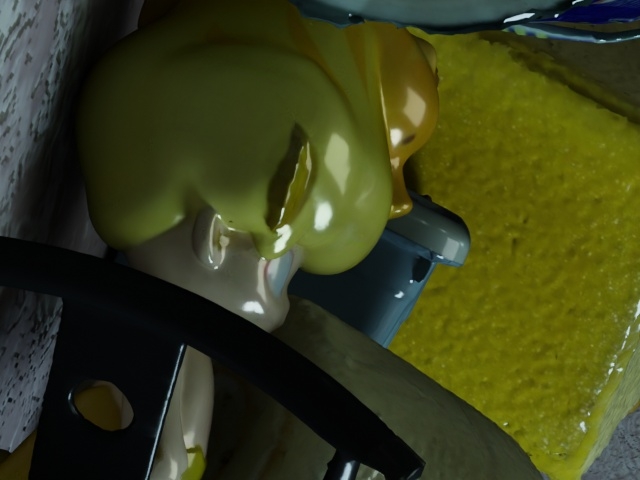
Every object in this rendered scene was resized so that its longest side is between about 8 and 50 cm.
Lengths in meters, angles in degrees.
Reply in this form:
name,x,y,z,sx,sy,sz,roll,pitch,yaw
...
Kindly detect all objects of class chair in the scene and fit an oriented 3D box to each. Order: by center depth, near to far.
name,x,y,z,sx,sy,sz,roll,pitch,yaw
chair,-0.086,0.140,0.463,0.141,0.154,0.260,-69,178,-46

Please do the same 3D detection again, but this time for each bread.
name,x,y,z,sx,sy,sz,roll,pitch,yaw
bread,0.003,0.108,0.725,0.134,0.141,0.148,-53,-150,2
bread,0.114,-0.037,1.260,0.143,0.333,0.324,-38,155,-48

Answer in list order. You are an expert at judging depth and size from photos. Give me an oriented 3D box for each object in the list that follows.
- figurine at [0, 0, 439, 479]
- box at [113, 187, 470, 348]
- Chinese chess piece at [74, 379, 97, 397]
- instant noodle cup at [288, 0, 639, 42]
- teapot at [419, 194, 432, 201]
name,x,y,z,sx,sy,sz,roll,pitch,yaw
figurine,-0.044,0.005,0.658,0.156,0.131,0.246,141,-27,-77
box,-0.013,-0.003,0.903,0.130,0.162,0.227,-62,177,3
Chinese chess piece,-0.095,0.174,0.896,0.257,0.104,0.257,19,90,-87
instant noodle cup,0.073,-0.184,0.580,0.312,0.284,0.284,-42,150,-69
teapot,0.003,-0.010,1.166,0.148,0.146,0.116,-51,159,-80
